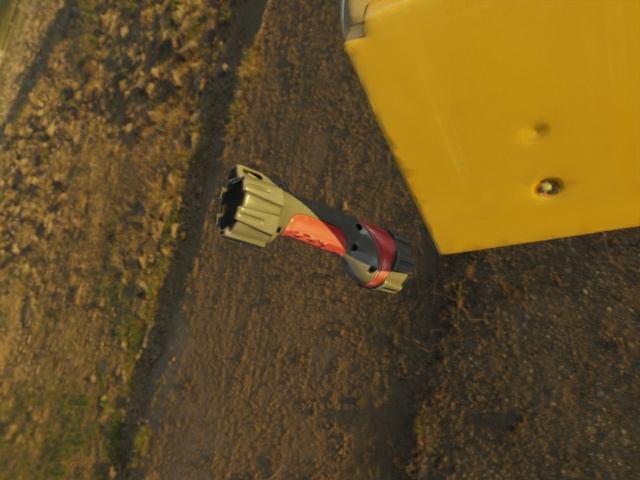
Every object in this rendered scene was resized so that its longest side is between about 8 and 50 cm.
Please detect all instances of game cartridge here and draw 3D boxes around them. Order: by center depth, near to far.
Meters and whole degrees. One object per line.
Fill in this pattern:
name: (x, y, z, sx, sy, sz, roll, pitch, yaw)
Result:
game cartridge: (0.209, -0.121, 0.490, 0.285, 0.324, 0.053, -10, 44, 27)

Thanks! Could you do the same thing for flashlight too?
flashlight: (0.000, 0.000, 0.707, 0.103, 0.303, 0.103, -57, 39, 22)

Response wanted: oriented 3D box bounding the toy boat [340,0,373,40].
toy boat: (0.168, -0.465, 0.835, 0.267, 0.148, 0.319, 8, 93, 37)
